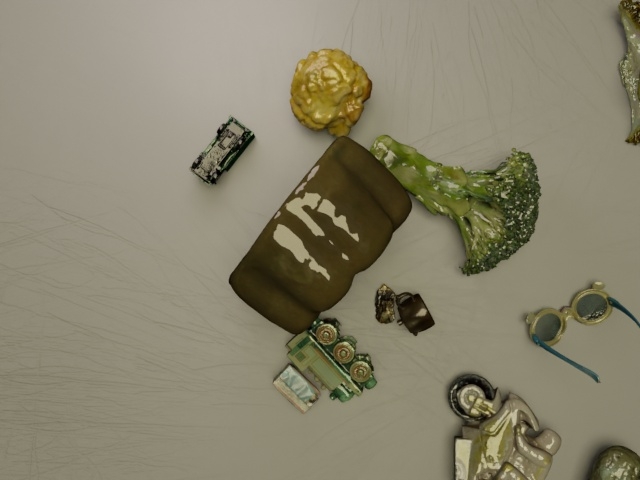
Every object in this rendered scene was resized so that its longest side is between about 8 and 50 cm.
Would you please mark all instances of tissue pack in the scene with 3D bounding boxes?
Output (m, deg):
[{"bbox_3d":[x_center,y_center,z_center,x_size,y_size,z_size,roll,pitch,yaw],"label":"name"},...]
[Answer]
[{"bbox_3d":[-0.049,0.305,1.524,0.094,0.074,0.059,44,86,0],"label":"tissue pack"}]

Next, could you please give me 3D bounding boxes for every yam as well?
[{"bbox_3d":[0.575,0.575,1.471,0.133,0.133,0.330,13,87,2],"label":"yam"}]

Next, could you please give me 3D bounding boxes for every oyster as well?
[{"bbox_3d":[0.134,0.132,1.545,0.054,0.019,0.083,-8,71,37],"label":"oyster"}]

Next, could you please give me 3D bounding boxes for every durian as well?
[{"bbox_3d":[0.705,-0.362,1.525,0.172,0.166,0.306,-16,93,-30],"label":"durian"}]

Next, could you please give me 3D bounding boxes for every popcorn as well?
[{"bbox_3d":[0.018,-0.302,1.519,0.180,0.170,0.179,-14,66,35],"label":"popcorn"}]

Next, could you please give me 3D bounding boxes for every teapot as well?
[{"bbox_3d":[0.187,0.151,1.523,0.068,0.076,0.121,-29,124,7],"label":"teapot"}]

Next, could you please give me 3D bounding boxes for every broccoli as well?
[{"bbox_3d":[0.279,-0.119,1.495,0.361,0.221,0.252,45,124,3],"label":"broccoli"}]

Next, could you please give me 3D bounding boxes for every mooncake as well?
[{"bbox_3d":[0.000,0.000,1.399,0.201,0.378,0.378,38,88,-3],"label":"mooncake"}]

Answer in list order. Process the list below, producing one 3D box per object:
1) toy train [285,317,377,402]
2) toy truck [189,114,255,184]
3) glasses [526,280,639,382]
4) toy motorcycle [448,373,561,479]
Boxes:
[{"bbox_3d":[0.025,0.248,1.527,0.125,0.081,0.194,-42,90,9],"label":"toy train"},{"bbox_3d":[-0.208,-0.186,1.550,0.065,0.079,0.147,38,87,2],"label":"toy truck"},{"bbox_3d":[0.543,0.203,1.469,0.190,0.220,0.088,-25,126,-2],"label":"glasses"},{"bbox_3d":[0.374,0.443,1.492,0.223,0.108,0.340,-1,80,7],"label":"toy motorcycle"}]
